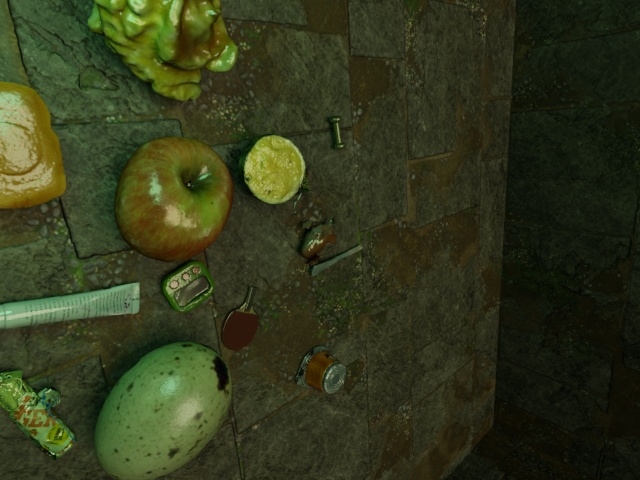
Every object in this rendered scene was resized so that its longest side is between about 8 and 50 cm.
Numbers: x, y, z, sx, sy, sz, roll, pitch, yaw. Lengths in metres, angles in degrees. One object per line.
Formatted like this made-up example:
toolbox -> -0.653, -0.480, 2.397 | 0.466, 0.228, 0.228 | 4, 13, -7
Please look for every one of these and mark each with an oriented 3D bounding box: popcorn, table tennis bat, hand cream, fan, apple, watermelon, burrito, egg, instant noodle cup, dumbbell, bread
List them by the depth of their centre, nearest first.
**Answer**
bread -> -0.632, -0.190, 0.817 | 0.174, 0.121, 0.245 | -19, 114, -39
popcorn -> -0.358, -0.509, 0.902 | 0.335, 0.275, 0.278 | 59, 15, -76
burrito -> -0.668, 0.409, 0.963 | 0.104, 0.054, 0.287 | -36, 122, -31
hand cream -> -0.603, 0.162, 0.964 | 0.331, 0.058, 0.085 | -3, 100, -42
apple -> -0.371, -0.099, 1.008 | 0.277, 0.250, 0.309 | 45, 47, -23
egg -> -0.404, 0.444, 1.052 | 0.287, 0.288, 0.379 | 42, 78, -40
watermelon -> -0.157, -0.215, 1.237 | 0.232, 0.127, 0.204 | 20, 86, -41
table tennis bat -> -0.255, 0.257, 1.330 | 0.130, 0.019, 0.220 | 19, 88, -43
dumbbell -> 0.061, -0.388, 1.449 | 0.046, 0.052, 0.117 | -10, 111, 2
instant noodle cup -> 0.020, 0.515, 1.566 | 0.208, 0.126, 0.177 | -36, 121, -31
fan -> 0.067, 0.074, 1.576 | 0.282, 0.023, 0.057 | -22, 143, -39

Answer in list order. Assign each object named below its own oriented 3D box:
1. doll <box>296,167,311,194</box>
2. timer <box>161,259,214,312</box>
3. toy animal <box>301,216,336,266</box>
doll -> -0.068, -0.210, 1.355 | 0.078, 0.077, 0.113 | 0, 99, -33
timer -> -0.383, 0.133, 1.166 | 0.140, 0.047, 0.128 | -37, 121, -30
toy animal -> 0.000, 0.000, 1.469 | 0.188, 0.089, 0.179 | -41, 141, -29
